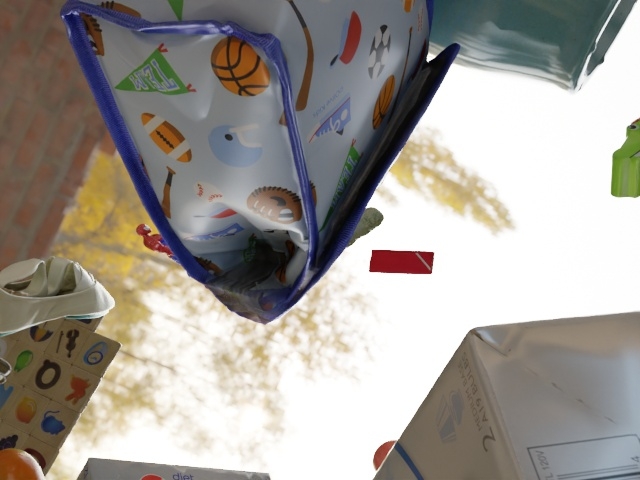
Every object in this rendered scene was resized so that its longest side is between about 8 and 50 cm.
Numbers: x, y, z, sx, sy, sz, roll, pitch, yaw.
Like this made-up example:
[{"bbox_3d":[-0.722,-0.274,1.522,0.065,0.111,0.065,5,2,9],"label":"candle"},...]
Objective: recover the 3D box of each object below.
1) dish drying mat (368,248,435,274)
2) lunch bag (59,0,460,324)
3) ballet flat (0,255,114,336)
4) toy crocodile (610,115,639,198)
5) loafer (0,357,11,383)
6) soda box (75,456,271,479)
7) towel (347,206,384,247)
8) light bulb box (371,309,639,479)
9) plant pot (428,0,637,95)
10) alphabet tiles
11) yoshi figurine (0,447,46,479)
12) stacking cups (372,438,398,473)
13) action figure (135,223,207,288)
[{"bbox_3d":[0.102,0.027,1.385,0.008,0.083,0.032,40,54,-65],"label":"dish drying mat"},{"bbox_3d":[-0.023,-0.149,1.029,0.385,0.239,0.327,80,32,-49],"label":"lunch bag"},{"bbox_3d":[-0.321,0.058,1.290,0.086,0.086,0.248,-60,163,17],"label":"ballet flat"},{"bbox_3d":[0.479,-0.161,1.422,0.341,0.115,0.105,-36,-136,-26],"label":"toy crocodile"},{"bbox_3d":[-0.459,0.174,1.361,0.056,0.148,0.050,111,-27,-56],"label":"loafer"},{"bbox_3d":[-0.199,0.375,1.526,0.091,0.286,0.098,-58,-144,30],"label":"soda box"},{"bbox_3d":[0.000,0.000,1.345,0.110,0.027,0.148,-35,-166,-37],"label":"towel"},{"bbox_3d":[0.198,0.296,0.827,0.361,0.225,0.357,112,-31,-49],"label":"light bulb box"},{"bbox_3d":[0.215,-0.296,1.213,0.271,0.255,0.271,-52,164,-22],"label":"plant pot"},{"bbox_3d":[-0.454,0.207,1.612,0.342,0.285,0.011,-62,149,-19],"label":"alphabet tiles"},{"bbox_3d":[-0.374,0.324,0.948,0.362,0.203,0.203,-75,173,-60],"label":"yoshi figurine"},{"bbox_3d":[0.144,0.368,1.434,0.096,0.096,0.316,-60,-152,18],"label":"stacking cups"},{"bbox_3d":[-0.154,0.016,1.192,0.030,0.115,0.038,-58,-149,-5],"label":"action figure"}]
